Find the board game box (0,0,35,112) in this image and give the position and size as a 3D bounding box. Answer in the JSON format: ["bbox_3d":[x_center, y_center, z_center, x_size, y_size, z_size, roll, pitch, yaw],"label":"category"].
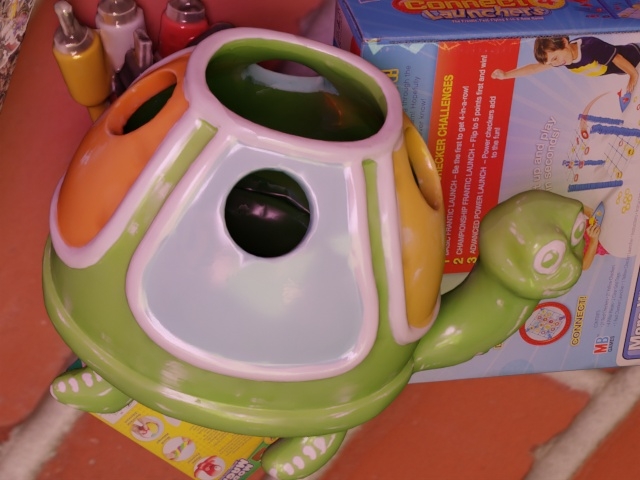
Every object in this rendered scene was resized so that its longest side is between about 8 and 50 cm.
[{"bbox_3d":[-0.334,-0.078,1.032,0.232,0.141,0.291,29,119,12],"label":"board game box"}]

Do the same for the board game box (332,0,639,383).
[{"bbox_3d":[0.157,-0.041,1.280,0.302,0.086,0.308,-3,125,-11],"label":"board game box"}]

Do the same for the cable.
[{"bbox_3d":[-0.125,-0.070,1.228,0.139,0.072,0.287,-16,141,-24],"label":"cable"}]

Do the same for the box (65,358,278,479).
[{"bbox_3d":[-0.102,0.126,1.361,0.105,0.043,0.179,-42,121,15],"label":"box"}]

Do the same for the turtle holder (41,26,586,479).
[{"bbox_3d":[-0.013,0.006,1.085,0.320,0.243,0.227,29,128,12],"label":"turtle holder"}]
